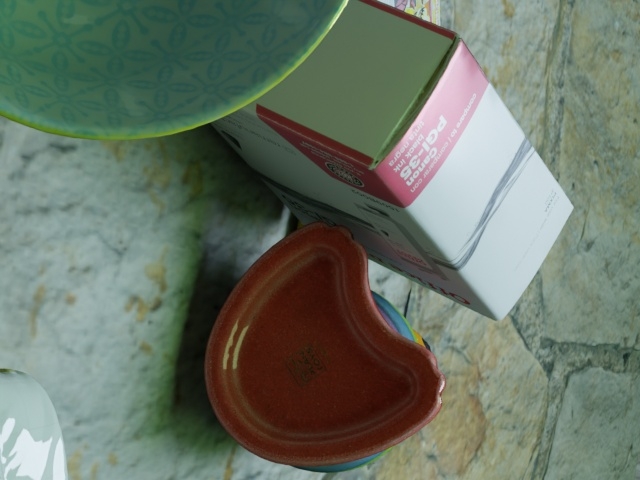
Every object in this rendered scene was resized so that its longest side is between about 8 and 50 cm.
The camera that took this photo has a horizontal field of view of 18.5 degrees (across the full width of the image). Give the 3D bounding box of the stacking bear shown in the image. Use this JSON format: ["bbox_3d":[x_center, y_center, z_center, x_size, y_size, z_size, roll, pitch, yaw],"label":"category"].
[{"bbox_3d":[0.018,0.108,1.587,0.175,0.164,0.289,57,6,13],"label":"stacking bear"}]

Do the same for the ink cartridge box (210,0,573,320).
[{"bbox_3d":[0.043,-0.072,1.461,0.117,0.207,0.283,-58,147,-10],"label":"ink cartridge box"}]

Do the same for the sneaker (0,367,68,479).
[{"bbox_3d":[-0.214,0.215,1.145,0.169,0.108,0.292,7,90,-64],"label":"sneaker"}]

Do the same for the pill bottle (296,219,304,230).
[{"bbox_3d":[0.000,0.000,1.640,0.043,0.043,0.083,21,78,-66],"label":"pill bottle"}]

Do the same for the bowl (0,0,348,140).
[{"bbox_3d":[-0.126,-0.208,1.093,0.156,0.289,0.289,-148,-120,-68],"label":"bowl"}]

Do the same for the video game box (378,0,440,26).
[{"bbox_3d":[0.052,-0.135,1.708,0.187,0.048,0.205,-39,133,-53],"label":"video game box"}]
